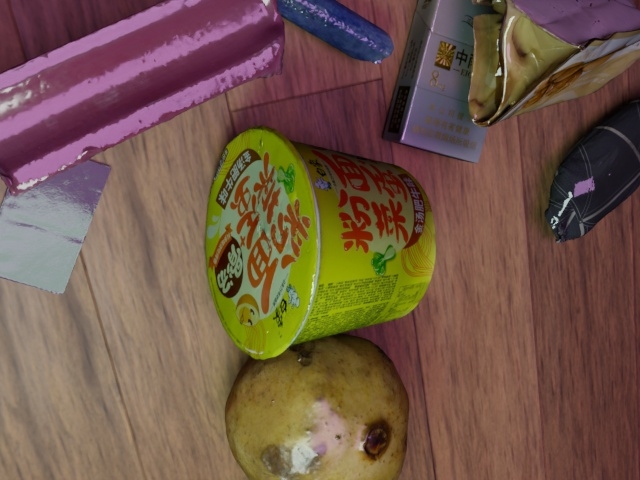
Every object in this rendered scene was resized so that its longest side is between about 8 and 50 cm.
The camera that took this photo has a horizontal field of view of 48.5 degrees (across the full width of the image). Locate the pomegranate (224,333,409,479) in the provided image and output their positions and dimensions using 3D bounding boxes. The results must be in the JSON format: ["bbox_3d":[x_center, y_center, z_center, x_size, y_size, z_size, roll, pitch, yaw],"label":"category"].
[{"bbox_3d":[-0.001,0.272,1.053,0.281,0.281,0.281,-6,105,-22],"label":"pomegranate"}]

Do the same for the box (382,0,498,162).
[{"bbox_3d":[0.203,-0.256,1.113,0.155,0.067,0.243,10,98,-27],"label":"box"}]

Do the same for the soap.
[{"bbox_3d":[-0.227,-0.191,0.846,0.359,0.233,0.128,-30,110,-16],"label":"soap"}]

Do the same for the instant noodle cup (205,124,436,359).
[{"bbox_3d":[0.000,0.000,0.983,0.221,0.311,0.312,0,103,-34],"label":"instant noodle cup"}]

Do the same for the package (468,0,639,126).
[{"bbox_3d":[0.363,-0.314,1.086,0.311,0.221,0.165,-21,77,-35],"label":"package"}]

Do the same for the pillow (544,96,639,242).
[{"bbox_3d":[0.525,-0.132,1.272,0.335,0.092,0.162,-40,119,-9],"label":"pillow"}]

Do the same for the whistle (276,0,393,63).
[{"bbox_3d":[-0.030,-0.334,0.996,0.304,0.062,0.062,23,93,-27],"label":"whistle"}]

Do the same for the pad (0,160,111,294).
[{"bbox_3d":[-0.370,-0.029,0.954,0.116,0.004,0.193,20,95,-26],"label":"pad"}]
